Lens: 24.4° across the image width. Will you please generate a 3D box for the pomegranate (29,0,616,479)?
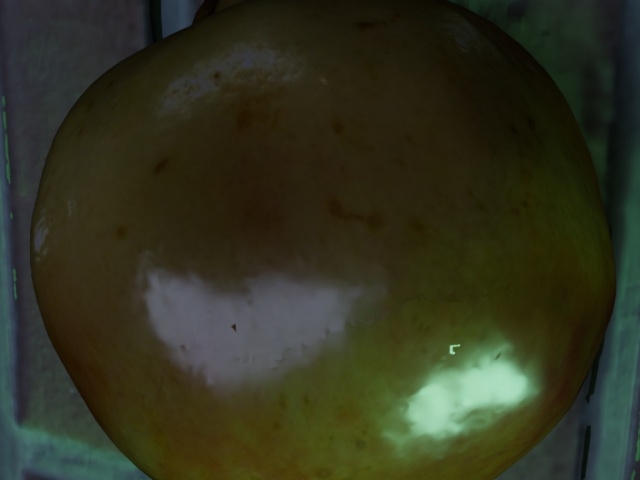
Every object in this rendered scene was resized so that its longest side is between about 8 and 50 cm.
[{"bbox_3d":[0.003,0.006,0.516,0.209,0.209,0.209,10,114,24],"label":"pomegranate"}]
